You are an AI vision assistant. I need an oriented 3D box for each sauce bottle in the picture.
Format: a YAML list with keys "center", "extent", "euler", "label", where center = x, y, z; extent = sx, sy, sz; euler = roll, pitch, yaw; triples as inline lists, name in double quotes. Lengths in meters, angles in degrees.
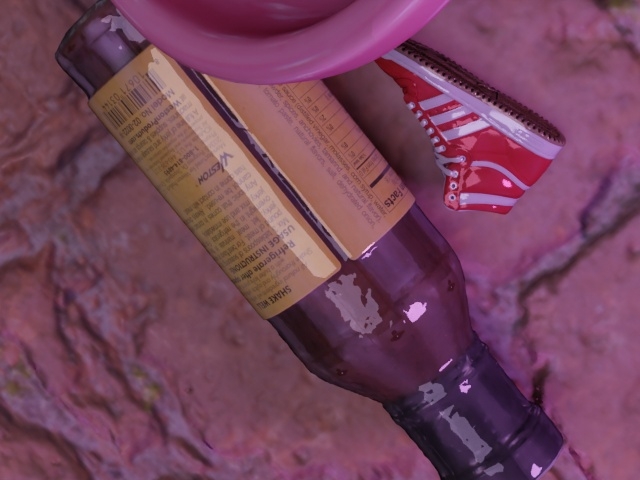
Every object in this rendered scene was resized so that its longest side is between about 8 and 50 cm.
- center: [0.000, 0.000, 0.906]
  extent: [0.111, 0.111, 0.344]
  euler: [-35, 96, 25]
  label: "sauce bottle"

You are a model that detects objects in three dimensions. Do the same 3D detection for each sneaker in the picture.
- center: [0.066, -0.059, 0.901]
  extent: [0.118, 0.042, 0.067]
  euler: [33, 112, 1]
  label: "sneaker"

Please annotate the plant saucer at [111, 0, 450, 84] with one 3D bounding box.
- center: [-0.006, -0.235, 0.721]
  extent: [0.332, 0.084, 0.332]
  euler: [8, 100, 47]
  label: "plant saucer"
